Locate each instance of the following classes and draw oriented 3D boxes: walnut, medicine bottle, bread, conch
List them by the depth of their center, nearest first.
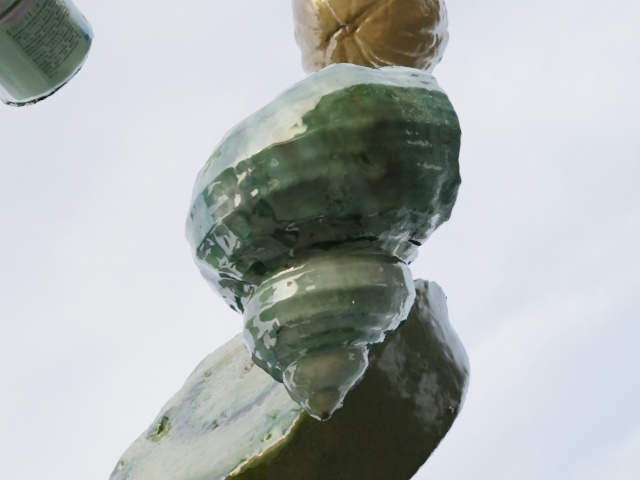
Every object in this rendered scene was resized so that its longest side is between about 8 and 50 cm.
[{"bbox_3d":[0.000,0.000,0.771,0.195,0.220,0.277,45,-132,-67],"label":"conch"},{"bbox_3d":[-0.031,0.165,0.969,0.382,0.366,0.129,-36,-78,3],"label":"bread"},{"bbox_3d":[-0.340,-0.245,1.055,0.135,0.135,0.168,-49,-44,-11],"label":"medicine bottle"},{"bbox_3d":[0.068,-0.297,1.328,0.261,0.224,0.225,-41,-45,-67],"label":"walnut"}]
